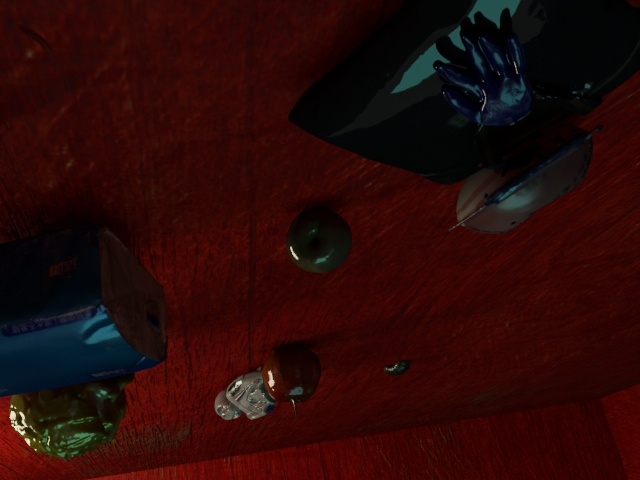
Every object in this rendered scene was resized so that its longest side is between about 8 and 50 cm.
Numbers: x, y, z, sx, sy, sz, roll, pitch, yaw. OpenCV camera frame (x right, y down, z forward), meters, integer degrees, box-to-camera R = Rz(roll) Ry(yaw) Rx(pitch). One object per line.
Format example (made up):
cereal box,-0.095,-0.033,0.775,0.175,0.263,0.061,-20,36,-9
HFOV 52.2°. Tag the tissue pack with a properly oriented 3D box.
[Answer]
tissue pack,-0.330,0.097,0.738,0.269,0.137,0.209,-13,155,0

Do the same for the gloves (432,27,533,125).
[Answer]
gloves,0.118,-0.115,0.471,0.064,0.026,0.086,-16,138,23

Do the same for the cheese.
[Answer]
cheese,0.207,-0.063,0.658,0.189,0.074,0.286,-38,173,14

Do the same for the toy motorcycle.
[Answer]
toy motorcycle,-0.153,0.341,1.488,0.254,0.112,0.112,-27,152,31

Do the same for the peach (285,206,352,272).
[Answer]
peach,-0.002,0.000,0.791,0.083,0.083,0.083,-9,156,-4

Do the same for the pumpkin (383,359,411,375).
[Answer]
pumpkin,0.200,0.333,1.687,0.050,0.028,0.083,9,145,-35

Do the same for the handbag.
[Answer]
handbag,0.131,-0.135,0.536,0.211,0.089,0.254,18,142,-35

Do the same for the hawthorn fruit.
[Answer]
hawthorn fruit,-0.057,0.275,1.337,0.125,0.140,0.125,-5,122,-8

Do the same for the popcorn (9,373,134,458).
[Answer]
popcorn,-0.404,0.253,1.095,0.212,0.198,0.198,-40,153,0
